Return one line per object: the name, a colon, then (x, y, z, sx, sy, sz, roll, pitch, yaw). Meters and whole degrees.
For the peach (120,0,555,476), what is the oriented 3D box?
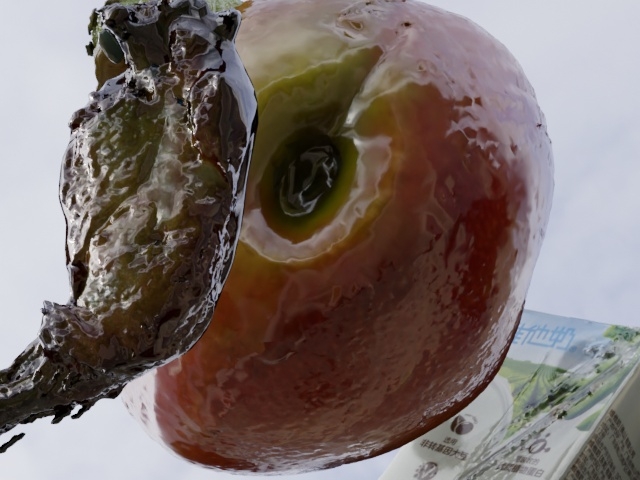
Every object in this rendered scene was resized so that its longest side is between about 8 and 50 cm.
peach: (0.002, 0.000, 1.098, 0.290, 0.372, 0.372, 16, -49, 11)

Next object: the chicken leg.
chicken leg: (-0.096, 0.014, 0.677, 0.253, 0.106, 0.051, -60, -17, -1)

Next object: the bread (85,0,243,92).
bread: (-0.115, -0.132, 1.282, 0.140, 0.069, 0.128, -6, -62, -6)

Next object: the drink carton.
drink carton: (0.172, 0.223, 1.409, 0.324, 0.194, 0.132, -51, -56, -23)
